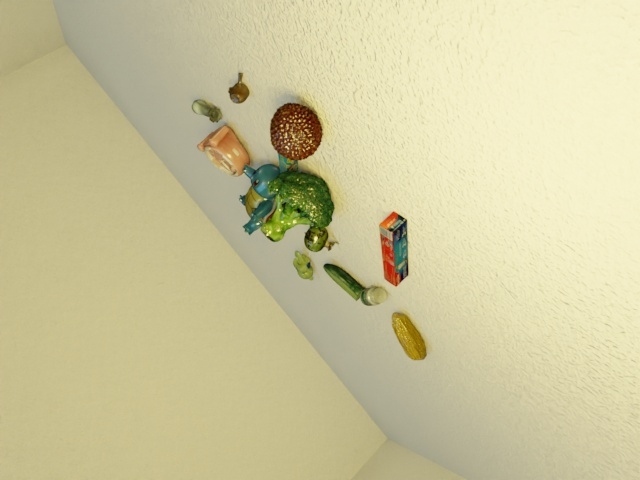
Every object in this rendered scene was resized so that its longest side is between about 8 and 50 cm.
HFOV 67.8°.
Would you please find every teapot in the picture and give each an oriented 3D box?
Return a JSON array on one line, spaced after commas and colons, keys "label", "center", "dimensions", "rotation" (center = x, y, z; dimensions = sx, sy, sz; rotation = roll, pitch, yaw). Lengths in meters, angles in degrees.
[{"label": "teapot", "center": [-0.312, -0.569, 1.775], "dimensions": [0.085, 0.080, 0.110], "rotation": [16, 138, 6]}]

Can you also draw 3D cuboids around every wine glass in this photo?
[{"label": "wine glass", "center": [-0.519, -0.589, 2.170], "dimensions": [0.155, 0.072, 0.072], "rotation": [32, 153, 37]}]

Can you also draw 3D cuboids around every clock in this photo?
[{"label": "clock", "center": [-0.422, -0.407, 2.220], "dimensions": [0.241, 0.142, 0.227], "rotation": [47, 159, -23]}]

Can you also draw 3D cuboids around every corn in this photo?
[{"label": "corn", "center": [0.378, 0.416, 2.044], "dimensions": [0.262, 0.097, 0.097], "rotation": [58, 158, -19]}]

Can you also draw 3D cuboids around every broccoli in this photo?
[{"label": "broccoli", "center": [-0.092, -0.127, 1.820], "dimensions": [0.297, 0.297, 0.297], "rotation": [42, -165, -14]}]

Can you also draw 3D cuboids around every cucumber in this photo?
[{"label": "cucumber", "center": [0.109, 0.180, 2.230], "dimensions": [0.244, 0.063, 0.115], "rotation": [40, 163, 25]}]

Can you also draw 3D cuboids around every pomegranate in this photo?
[{"label": "pomegranate", "center": [0.000, 0.000, 2.083], "dimensions": [0.161, 0.122, 0.122], "rotation": [24, 157, 1]}]

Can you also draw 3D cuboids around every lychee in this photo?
[{"label": "lychee", "center": [-0.081, -0.354, 1.538], "dimensions": [0.188, 0.188, 0.188], "rotation": [42, 158, 21]}]

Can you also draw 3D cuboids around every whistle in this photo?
[{"label": "whistle", "center": [-0.094, 0.130, 2.531], "dimensions": [0.105, 0.085, 0.227], "rotation": [33, 155, 37]}]

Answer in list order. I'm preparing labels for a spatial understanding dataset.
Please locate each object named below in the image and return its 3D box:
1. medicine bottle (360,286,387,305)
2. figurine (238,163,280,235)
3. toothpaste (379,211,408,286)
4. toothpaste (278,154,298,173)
[{"label": "medicine bottle", "center": [0.230, 0.242, 2.065], "dimensions": [0.080, 0.080, 0.130], "rotation": [51, 160, -4]}, {"label": "figurine", "center": [-0.263, -0.166, 2.151], "dimensions": [0.416, 0.242, 0.298], "rotation": [83, -177, -58]}, {"label": "toothpaste", "center": [0.259, 0.039, 1.658], "dimensions": [0.066, 0.076, 0.320], "rotation": [36, 155, 32]}, {"label": "toothpaste", "center": [-0.126, -0.308, 1.859], "dimensions": [0.050, 0.065, 0.267], "rotation": [42, 158, 20]}]
